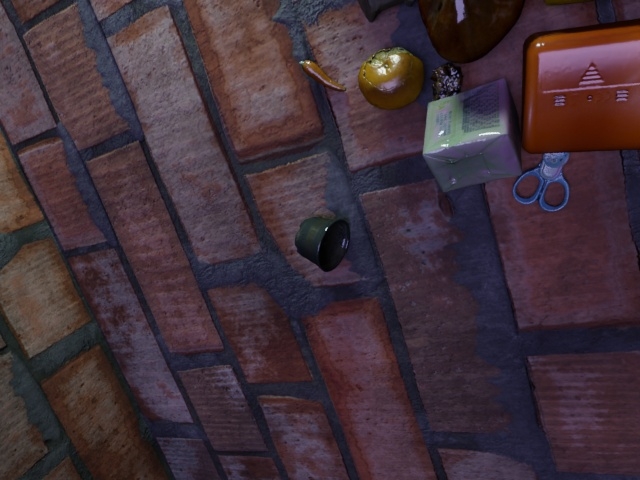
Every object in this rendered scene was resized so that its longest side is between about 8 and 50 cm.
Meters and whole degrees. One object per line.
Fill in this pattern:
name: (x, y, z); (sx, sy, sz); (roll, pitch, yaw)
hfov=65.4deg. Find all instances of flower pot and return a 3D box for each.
flower pot: (0.000, 0.000, 1.425); (0.106, 0.157, 0.158); (21, 121, 33)

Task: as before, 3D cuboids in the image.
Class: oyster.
oyster: (0.300, -0.350, 1.183); (0.086, 0.029, 0.132); (-8, 107, 28)

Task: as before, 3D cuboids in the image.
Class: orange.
orange: (0.168, -0.381, 1.182); (0.156, 0.134, 0.157); (-5, 70, 14)

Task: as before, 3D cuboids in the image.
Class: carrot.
carrot: (0.004, -0.425, 1.295); (0.142, 0.035, 0.035); (35, 123, -1)

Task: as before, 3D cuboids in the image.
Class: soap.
soap: (0.337, -0.229, 1.102); (0.182, 0.199, 0.138); (-13, 134, 31)

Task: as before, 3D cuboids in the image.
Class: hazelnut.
hazelnut: (0.301, -0.492, 1.008); (0.217, 0.217, 0.252); (11, 104, 22)

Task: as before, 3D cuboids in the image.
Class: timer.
timer: (0.546, -0.300, 1.014); (0.257, 0.161, 0.250); (2, 117, 25)

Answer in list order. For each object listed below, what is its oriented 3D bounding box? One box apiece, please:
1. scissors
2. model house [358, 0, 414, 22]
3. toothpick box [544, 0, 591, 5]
scissors: (0.536, -0.192, 1.137); (0.125, 0.030, 0.256); (19, 119, 14)
model house: (0.144, -0.619, 1.091); (0.188, 0.122, 0.229); (-18, 118, 18)
toothpick box: (0.534, -0.531, 0.904); (0.271, 0.175, 0.175); (-2, 111, 31)
